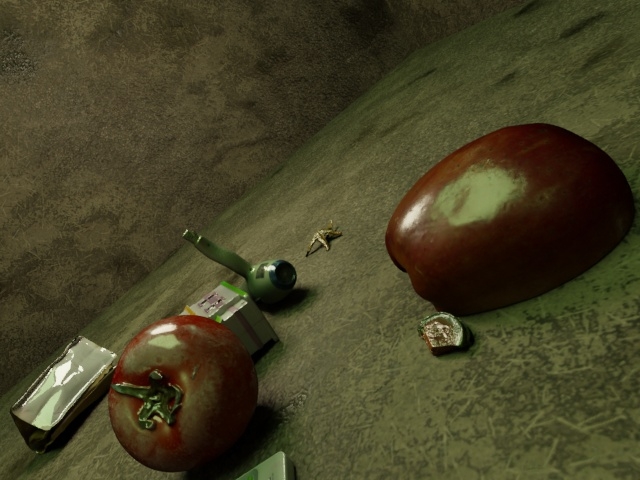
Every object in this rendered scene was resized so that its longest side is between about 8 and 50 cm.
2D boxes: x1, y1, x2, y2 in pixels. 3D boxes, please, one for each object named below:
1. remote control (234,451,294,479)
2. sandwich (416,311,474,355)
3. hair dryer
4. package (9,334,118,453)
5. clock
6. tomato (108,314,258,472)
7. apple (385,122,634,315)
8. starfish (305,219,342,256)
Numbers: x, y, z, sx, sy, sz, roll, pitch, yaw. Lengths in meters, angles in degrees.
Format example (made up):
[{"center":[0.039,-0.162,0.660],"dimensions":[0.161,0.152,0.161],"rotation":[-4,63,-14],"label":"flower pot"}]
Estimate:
[{"center":[-0.143,0.415,0.692],"dimensions":[0.250,0.034,0.103],"rotation":[-35,20,8],"label":"remote control"},{"center":[0.192,0.144,0.726],"dimensions":[0.069,0.026,0.101],"rotation":[-36,20,2],"label":"sandwich"},{"center":[-0.221,0.096,1.252],"dimensions":[0.296,0.298,0.119],"rotation":[114,179,-59],"label":"hair dryer"},{"center":[-0.777,0.496,1.493],"dimensions":[0.165,0.221,0.311],"rotation":[12,36,12],"label":"package"},{"center":[-0.286,0.257,1.105],"dimensions":[0.309,0.166,0.235],"rotation":[-37,18,-20],"label":"clock"},{"center":[-0.243,0.271,0.867],"dimensions":[0.270,0.270,0.227],"rotation":[-33,-15,13],"label":"tomato"},{"center":[0.297,-0.035,0.811],"dimensions":[0.365,0.295,0.329],"rotation":[-35,-18,6],"label":"apple"},{"center":[-0.003,-0.003,1.368],"dimensions":[0.130,0.041,0.133],"rotation":[-38,19,4],"label":"starfish"}]
